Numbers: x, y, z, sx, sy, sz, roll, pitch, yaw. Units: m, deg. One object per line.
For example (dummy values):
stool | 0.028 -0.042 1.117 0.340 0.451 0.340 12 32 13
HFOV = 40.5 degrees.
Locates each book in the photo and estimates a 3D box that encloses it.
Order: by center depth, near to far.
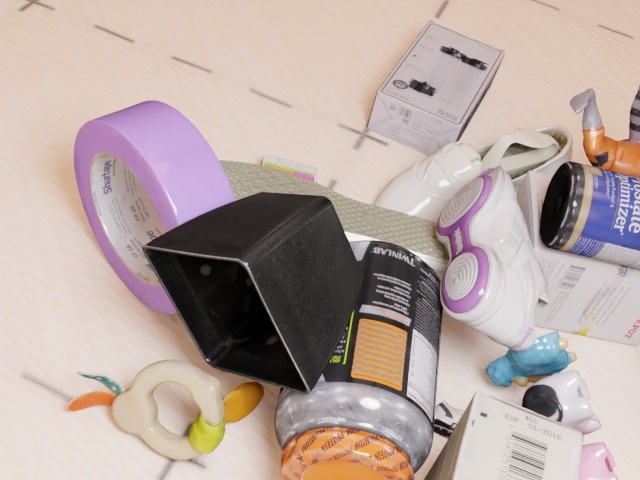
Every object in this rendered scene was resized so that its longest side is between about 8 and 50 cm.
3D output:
book | -0.053 -0.071 1.400 0.096 0.035 0.144 10 46 -9

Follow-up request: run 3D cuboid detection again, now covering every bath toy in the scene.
bath toy | 0.306 0.293 1.087 0.129 0.151 0.348 -23 50 15

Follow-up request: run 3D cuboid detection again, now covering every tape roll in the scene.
tape roll | -0.221 -0.043 1.161 0.090 0.275 0.275 -28 59 -34

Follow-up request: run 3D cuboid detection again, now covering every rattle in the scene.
rattle | -0.194 0.189 1.097 0.199 0.130 0.143 0 29 23

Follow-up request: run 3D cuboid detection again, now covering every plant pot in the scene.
plant pot | -0.059 0.041 1.017 0.188 0.187 0.167 7 41 45

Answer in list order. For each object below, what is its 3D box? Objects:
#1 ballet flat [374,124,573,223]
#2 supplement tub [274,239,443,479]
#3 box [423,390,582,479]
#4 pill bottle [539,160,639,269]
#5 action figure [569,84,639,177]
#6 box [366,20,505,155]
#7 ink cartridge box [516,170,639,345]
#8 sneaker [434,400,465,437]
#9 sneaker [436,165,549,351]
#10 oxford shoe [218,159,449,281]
ballet flat | 0.267 -0.121 1.460 0.400 0.139 0.139 -16 54 -27
supplement tub | 0.051 0.169 1.089 0.193 0.194 0.316 14 46 -1
box | 0.182 0.305 0.965 0.126 0.232 0.149 21 46 5
pill bottle | 0.421 -0.026 1.176 0.219 0.123 0.123 13 46 -3
action figure | 0.556 -0.112 1.389 0.341 0.330 0.179 4 62 19
box | 0.222 -0.286 1.633 0.169 0.087 0.290 24 47 9
ink cartridge box | 0.401 0.029 1.322 0.232 0.171 0.168 12 47 -4
sneaker | 0.198 0.249 1.157 0.109 0.040 0.044 28 45 11
sneaker | 0.238 0.024 1.185 0.152 0.114 0.305 37 40 -21
oxford shoe | 0.000 0.000 1.271 0.449 0.130 0.169 19 31 -1
